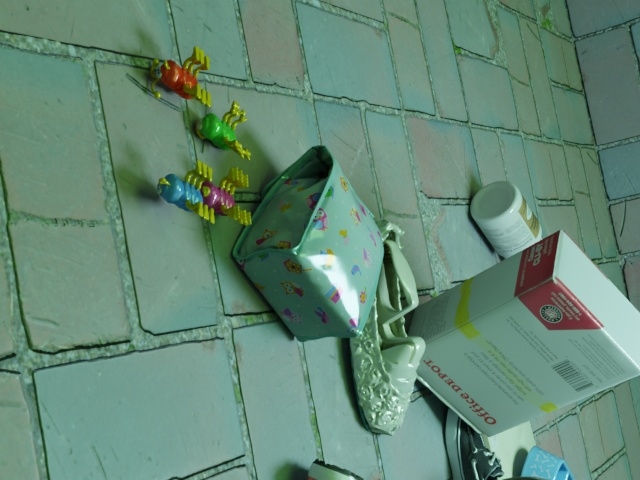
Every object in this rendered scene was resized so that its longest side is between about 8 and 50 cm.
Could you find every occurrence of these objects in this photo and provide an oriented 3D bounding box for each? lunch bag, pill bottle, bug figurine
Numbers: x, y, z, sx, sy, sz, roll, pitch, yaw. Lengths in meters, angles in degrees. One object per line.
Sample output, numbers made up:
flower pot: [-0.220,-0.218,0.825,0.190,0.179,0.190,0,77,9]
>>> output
lunch bag: [0.000,0.000,1.684,0.223,0.160,0.262,54,43,-33]
pill bottle: [0.475,-0.030,2.525,0.229,0.131,0.131,50,40,-39]
bug figurine: [-0.180,-0.135,1.515,0.216,0.072,0.279,38,42,-56]

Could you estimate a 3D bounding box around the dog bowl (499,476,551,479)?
dog bowl: [0.406,0.619,1.962,0.102,0.348,0.349,-5,83,-73]

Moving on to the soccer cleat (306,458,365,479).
soccer cleat: [0.062,0.462,1.682,0.318,0.108,0.116,43,66,-48]

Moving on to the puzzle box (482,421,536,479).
puzzle box: [0.393,0.371,2.307,0.272,0.052,0.409,-17,93,-60]

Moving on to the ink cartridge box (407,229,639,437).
ink cartridge box: [0.394,0.192,1.995,0.279,0.384,0.160,43,38,-18]

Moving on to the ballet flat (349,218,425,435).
ballet flat: [0.119,0.152,1.850,0.147,0.147,0.409,0,80,-59]

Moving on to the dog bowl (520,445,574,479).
dog bowl: [0.526,0.583,2.348,0.297,0.074,0.166,53,53,-56]

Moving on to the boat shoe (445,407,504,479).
boat shoe: [0.331,0.475,2.108,0.108,0.102,0.301,20,62,-55]
